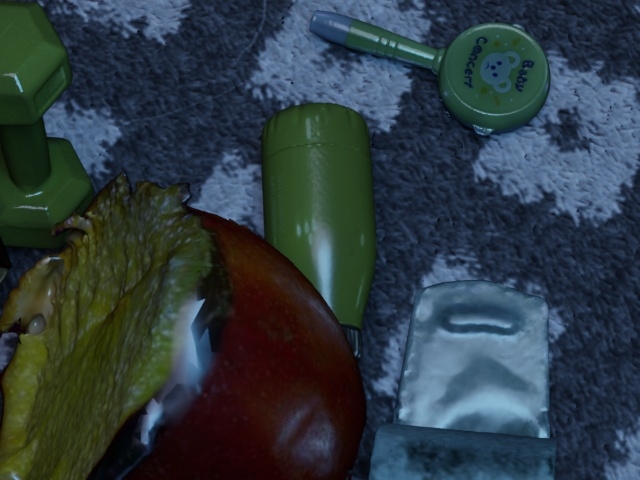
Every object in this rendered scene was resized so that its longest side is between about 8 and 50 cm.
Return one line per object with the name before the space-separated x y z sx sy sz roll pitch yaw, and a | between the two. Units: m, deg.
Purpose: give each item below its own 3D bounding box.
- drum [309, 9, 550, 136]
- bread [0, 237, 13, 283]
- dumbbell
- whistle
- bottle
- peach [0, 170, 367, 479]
drum | 0.111 -0.171 1.937 0.253 0.049 0.130 4 70 2
bread | -0.423 0.015 1.811 0.212 0.142 0.224 -36 63 11
dumbbell | -0.285 -0.104 1.782 0.108 0.302 0.121 31 63 15
whistle | 0.138 0.223 1.756 0.168 0.188 0.405 4 37 7
bottle | 0.000 0.000 1.845 0.112 0.112 0.260 -3 71 0
peach | -0.135 0.138 1.642 0.353 0.416 0.339 -1 64 1
